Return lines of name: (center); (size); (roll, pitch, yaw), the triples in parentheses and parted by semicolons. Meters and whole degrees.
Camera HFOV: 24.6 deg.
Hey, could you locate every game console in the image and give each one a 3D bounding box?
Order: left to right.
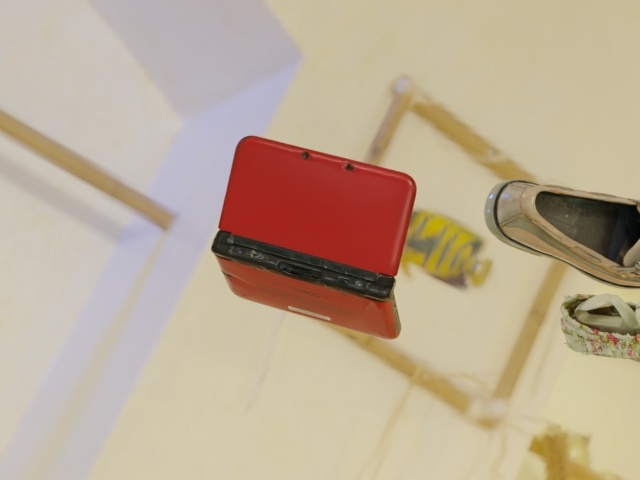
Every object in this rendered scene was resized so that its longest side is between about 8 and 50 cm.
game console: (0.000, 0.000, 1.109); (0.144, 0.085, 0.124); (15, -24, 17)

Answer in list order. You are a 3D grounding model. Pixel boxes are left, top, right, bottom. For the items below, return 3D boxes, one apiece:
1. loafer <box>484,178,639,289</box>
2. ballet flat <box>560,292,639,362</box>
loafer: (0.142, -0.003, 0.723); (0.125, 0.045, 0.039); (13, -10, -21)
ballet flat: (0.374, 0.100, 1.740); (0.241, 0.091, 0.077); (-4, -57, 49)
